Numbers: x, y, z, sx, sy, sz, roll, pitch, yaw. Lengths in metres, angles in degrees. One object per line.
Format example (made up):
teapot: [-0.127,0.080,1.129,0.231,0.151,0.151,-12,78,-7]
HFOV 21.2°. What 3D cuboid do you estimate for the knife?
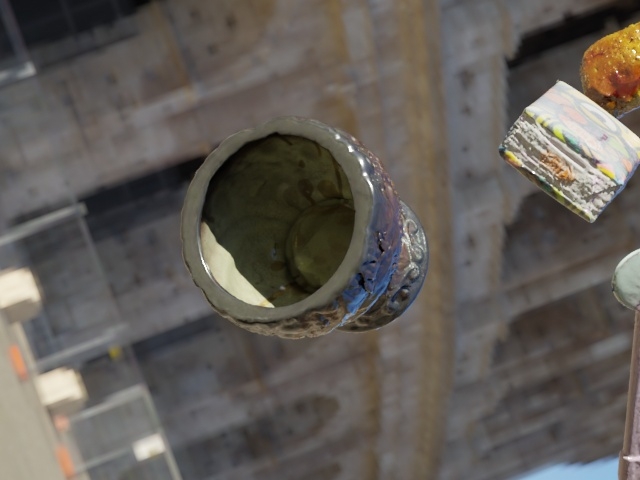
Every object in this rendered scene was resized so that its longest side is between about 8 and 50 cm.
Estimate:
knife: [0.427,0.175,2.196,0.038,0.132,0.398,-107,-167,-60]

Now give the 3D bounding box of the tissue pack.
tissue pack: [0.228,-0.082,1.527,0.109,0.060,0.148,37,23,8]

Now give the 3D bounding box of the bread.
bread: [0.503,-0.275,2.511,0.077,0.271,0.139,20,55,-41]

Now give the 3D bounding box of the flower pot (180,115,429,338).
flower pot: [0.000,0.000,2.110,0.267,0.266,0.266,24,40,-64]
